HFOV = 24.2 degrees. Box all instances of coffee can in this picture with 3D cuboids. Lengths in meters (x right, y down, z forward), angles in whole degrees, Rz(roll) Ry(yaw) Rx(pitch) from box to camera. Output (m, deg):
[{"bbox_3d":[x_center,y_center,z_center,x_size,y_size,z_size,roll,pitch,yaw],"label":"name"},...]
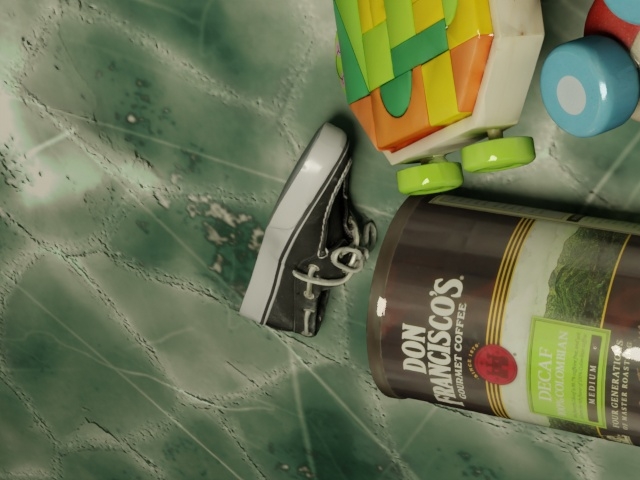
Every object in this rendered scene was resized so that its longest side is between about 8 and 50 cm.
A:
[{"bbox_3d":[0.207,0.070,1.363,0.275,0.201,0.201,9,130,24],"label":"coffee can"}]

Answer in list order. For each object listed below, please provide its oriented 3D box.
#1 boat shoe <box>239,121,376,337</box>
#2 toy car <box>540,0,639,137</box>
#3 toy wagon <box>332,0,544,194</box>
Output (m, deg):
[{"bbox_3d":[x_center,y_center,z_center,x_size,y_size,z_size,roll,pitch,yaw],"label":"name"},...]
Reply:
[{"bbox_3d":[-0.002,0.003,1.499,0.105,0.113,0.306,25,138,2],"label":"boat shoe"},{"bbox_3d":[0.234,-0.232,1.135,0.238,0.219,0.210,52,143,26],"label":"toy car"},{"bbox_3d":[0.076,-0.173,1.225,0.344,0.068,0.267,161,102,-66],"label":"toy wagon"}]
